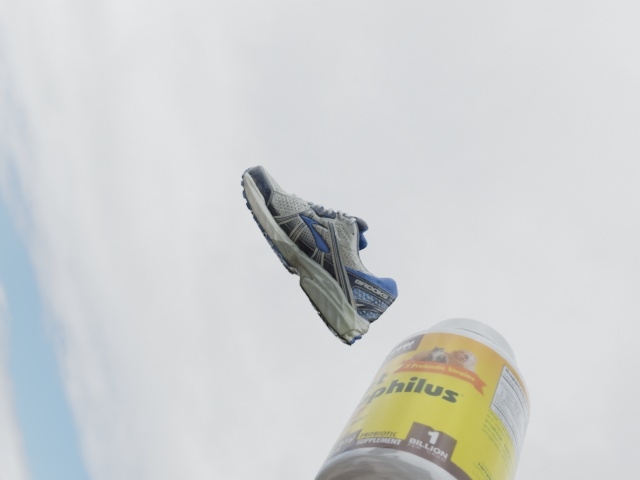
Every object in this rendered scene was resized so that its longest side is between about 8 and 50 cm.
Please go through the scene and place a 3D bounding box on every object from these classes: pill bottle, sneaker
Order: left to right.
[{"bbox_3d":[0.000,0.000,0.496,0.135,0.058,0.052,53,-5,18],"label":"sneaker"},{"bbox_3d":[0.080,0.139,0.543,0.117,0.215,0.117,9,-65,20],"label":"pill bottle"}]
